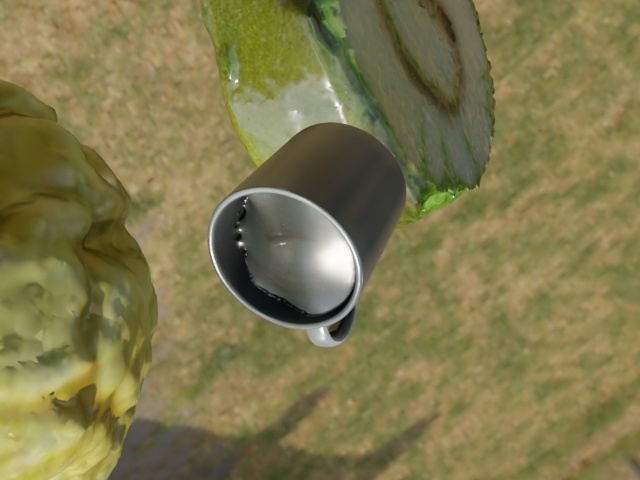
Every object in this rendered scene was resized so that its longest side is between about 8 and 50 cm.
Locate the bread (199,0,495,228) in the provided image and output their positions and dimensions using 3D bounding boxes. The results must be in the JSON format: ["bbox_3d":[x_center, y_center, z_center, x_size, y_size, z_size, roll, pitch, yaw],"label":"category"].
[{"bbox_3d":[0.027,-0.199,1.300,0.129,0.381,0.366,-12,141,28],"label":"bread"}]

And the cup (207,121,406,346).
[{"bbox_3d":[0.000,0.000,0.722,0.077,0.078,0.100,-52,135,-50],"label":"cup"}]

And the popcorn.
[{"bbox_3d":[-0.252,0.042,0.849,0.334,0.292,0.293,-6,146,16],"label":"popcorn"}]
